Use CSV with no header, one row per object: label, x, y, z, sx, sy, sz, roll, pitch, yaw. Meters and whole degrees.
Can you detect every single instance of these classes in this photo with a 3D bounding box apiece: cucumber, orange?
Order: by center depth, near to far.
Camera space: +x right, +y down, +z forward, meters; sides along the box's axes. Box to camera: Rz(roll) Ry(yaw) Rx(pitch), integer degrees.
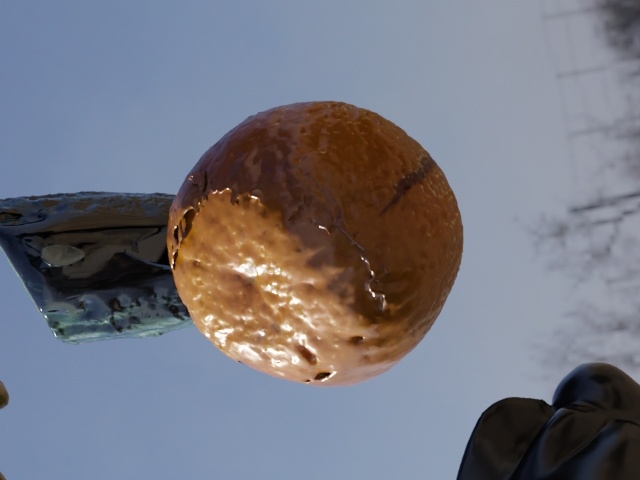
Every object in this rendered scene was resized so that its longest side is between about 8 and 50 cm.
orange,0.000,0.000,1.119,0.161,0.193,0.193,-50,-46,-47
cucumber,-0.156,0.015,1.283,0.086,0.193,0.115,105,162,-80

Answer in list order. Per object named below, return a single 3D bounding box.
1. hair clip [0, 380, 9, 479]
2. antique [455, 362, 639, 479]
hair clip,-0.294,0.077,0.848,0.106,0.292,0.085,-149,74,-81
antique,0.159,0.229,1.004,0.322,0.185,0.255,-54,-31,-59
